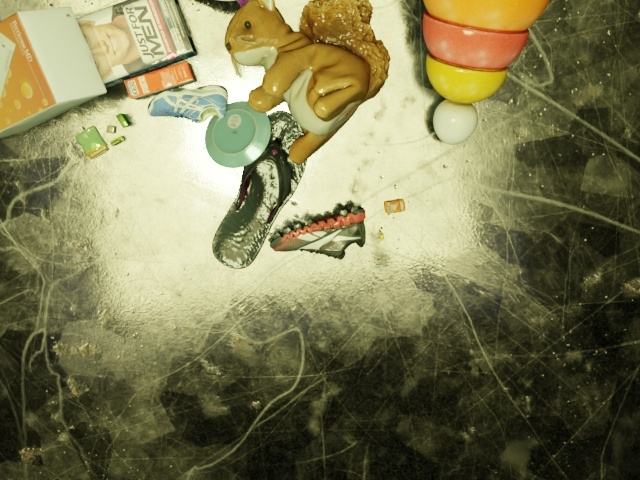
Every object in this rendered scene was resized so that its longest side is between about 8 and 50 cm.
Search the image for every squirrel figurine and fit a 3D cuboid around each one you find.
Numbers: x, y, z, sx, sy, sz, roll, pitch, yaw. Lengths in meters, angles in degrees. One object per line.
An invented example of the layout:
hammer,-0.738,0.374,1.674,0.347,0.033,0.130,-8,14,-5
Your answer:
squirrel figurine,-0.035,-0.470,1.813,0.397,0.281,0.370,-41,85,-19

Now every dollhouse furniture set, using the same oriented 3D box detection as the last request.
dollhouse furniture set,-0.569,-0.275,1.889,0.151,0.058,0.076,-30,100,2

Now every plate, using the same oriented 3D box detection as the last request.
plate,-0.221,-0.280,1.881,0.188,0.024,0.188,-4,76,17

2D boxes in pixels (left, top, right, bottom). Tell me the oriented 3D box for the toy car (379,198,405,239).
toy car,0.200,-0.055,1.985,0.060,0.040,0.122,9,99,-5

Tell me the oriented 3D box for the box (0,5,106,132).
box,-0.721,-0.389,1.728,0.345,0.168,0.215,-15,102,31

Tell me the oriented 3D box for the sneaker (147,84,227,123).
sneaker,-0.344,-0.346,1.870,0.211,0.080,0.081,-10,75,0

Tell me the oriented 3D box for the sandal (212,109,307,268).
sandal,-0.153,-0.125,1.917,0.167,0.107,0.446,21,98,-7

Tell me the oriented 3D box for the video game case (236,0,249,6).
video game case,-0.185,-0.740,1.796,0.210,0.042,0.232,-37,122,3

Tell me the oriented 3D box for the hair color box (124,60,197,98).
hair color box,-0.409,-0.410,1.857,0.167,0.093,0.053,-19,100,-1

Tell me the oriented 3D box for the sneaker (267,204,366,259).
sneaker,0.000,0.000,1.954,0.276,0.097,0.135,-16,99,-2

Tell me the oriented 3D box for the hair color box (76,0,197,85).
hair color box,-0.508,-0.498,1.830,0.347,0.105,0.174,-20,100,1

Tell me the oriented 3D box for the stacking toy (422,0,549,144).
stacking toy,0.373,-0.476,1.833,0.350,0.351,0.480,8,119,-5
